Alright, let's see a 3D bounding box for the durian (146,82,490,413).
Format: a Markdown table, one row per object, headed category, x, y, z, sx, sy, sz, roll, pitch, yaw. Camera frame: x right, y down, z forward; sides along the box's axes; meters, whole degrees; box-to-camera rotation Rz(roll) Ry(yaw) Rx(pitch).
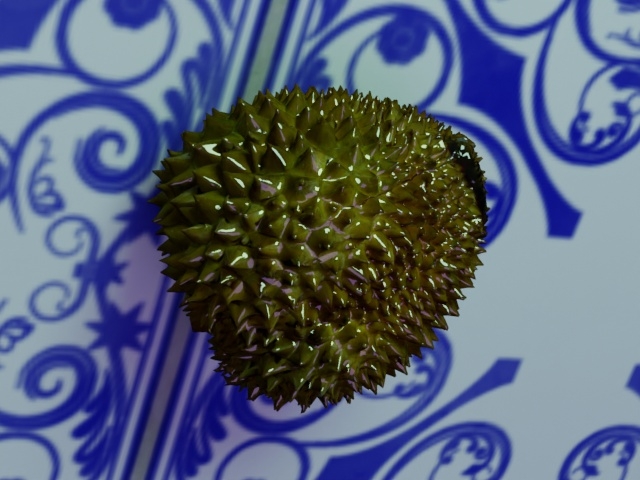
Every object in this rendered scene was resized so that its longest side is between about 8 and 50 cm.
| category | x | y | z | sx | sy | sz | roll | pitch | yaw |
| --- | --- | --- | --- | --- | --- | --- | --- | --- | --- |
| durian | 0.000 | 0.000 | 0.743 | 0.168 | 0.137 | 0.158 | -35 | 150 | 11 |
